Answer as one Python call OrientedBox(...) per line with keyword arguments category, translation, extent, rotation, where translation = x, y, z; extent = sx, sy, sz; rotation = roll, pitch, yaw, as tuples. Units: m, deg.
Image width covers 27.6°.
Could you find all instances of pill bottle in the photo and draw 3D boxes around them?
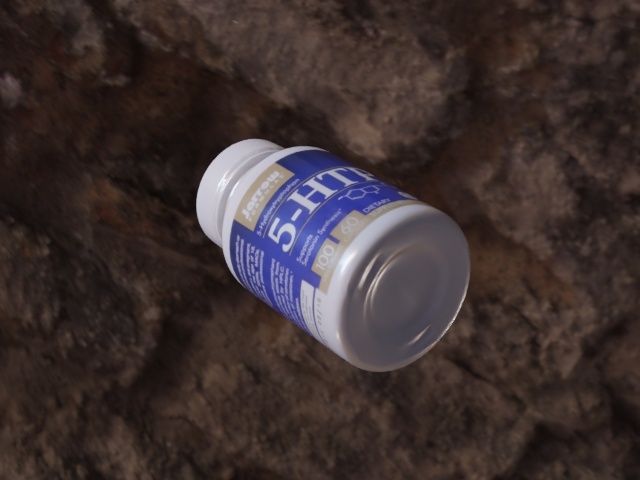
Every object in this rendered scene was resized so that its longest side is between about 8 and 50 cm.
OrientedBox(category="pill bottle", translation=(0.000, 0.000, 0.869), extent=(0.112, 0.186, 0.112), rotation=(-18, -58, -32))
